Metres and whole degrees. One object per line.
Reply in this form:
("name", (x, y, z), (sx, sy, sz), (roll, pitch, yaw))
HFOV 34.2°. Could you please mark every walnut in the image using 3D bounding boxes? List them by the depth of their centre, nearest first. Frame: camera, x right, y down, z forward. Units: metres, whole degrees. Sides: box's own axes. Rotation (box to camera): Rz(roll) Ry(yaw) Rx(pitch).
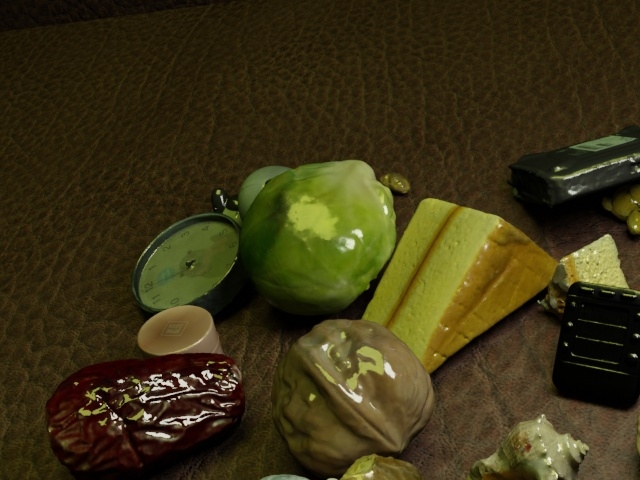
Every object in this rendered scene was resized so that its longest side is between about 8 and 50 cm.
("walnut", (0.048, 0.256, 1.687), (0.273, 0.227, 0.273), (-6, 37, 4))

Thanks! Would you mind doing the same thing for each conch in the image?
("conch", (0.287, 0.364, 1.509), (0.245, 0.163, 0.178), (-31, 5, 30))

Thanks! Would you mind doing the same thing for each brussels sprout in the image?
("brussels sprout", (0.000, 0.000, 2.063), (0.344, 0.268, 0.344), (-1, 48, 1))

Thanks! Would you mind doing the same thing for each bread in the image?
("bread", (0.486, 0.075, 1.881), (0.147, 0.152, 0.127), (-29, 46, -22))
("bread", (0.241, 0.128, 1.955), (0.233, 0.245, 0.361), (20, 77, 54))

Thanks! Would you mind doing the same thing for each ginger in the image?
("ginger", (0.125, 0.427, 1.473), (0.123, 0.270, 0.219), (-35, -12, 16))

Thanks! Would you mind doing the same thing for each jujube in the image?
("jujube", (-0.298, 0.295, 1.799), (0.342, 0.216, 0.216), (-16, 32, -14))

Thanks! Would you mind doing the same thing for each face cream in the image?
("face cream", (-0.265, 0.209, 1.987), (0.149, 0.104, 0.149), (-9, 33, 6))

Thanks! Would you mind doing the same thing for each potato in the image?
("potato", (0.174, -0.135, 2.410), (0.046, 0.045, 0.092), (-53, 38, -4))

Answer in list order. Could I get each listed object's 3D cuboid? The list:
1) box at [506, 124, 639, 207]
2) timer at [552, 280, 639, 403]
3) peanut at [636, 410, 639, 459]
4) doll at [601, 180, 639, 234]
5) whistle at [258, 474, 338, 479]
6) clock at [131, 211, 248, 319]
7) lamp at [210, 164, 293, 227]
("box", (0.584, -0.161, 2.153), (0.350, 0.091, 0.359), (-17, 9, -3))
("timer", (0.473, 0.169, 1.735), (0.144, 0.187, 0.055), (9, -5, 32))
("peanut", (0.539, 0.326, 1.512), (0.120, 0.110, 0.236), (2, 36, -16))
("doll", (0.664, -0.061, 2.072), (0.137, 0.097, 0.209), (-19, 37, -18))
("whistle", (-0.085, 0.465, 1.484), (0.189, 0.189, 0.348), (18, 55, 40))
("clock", (-0.274, 0.058, 2.192), (0.281, 0.055, 0.280), (-17, 44, 17))
("lamp", (-0.114, -0.068, 2.292), (0.244, 0.197, 0.197), (-10, 29, 37))
